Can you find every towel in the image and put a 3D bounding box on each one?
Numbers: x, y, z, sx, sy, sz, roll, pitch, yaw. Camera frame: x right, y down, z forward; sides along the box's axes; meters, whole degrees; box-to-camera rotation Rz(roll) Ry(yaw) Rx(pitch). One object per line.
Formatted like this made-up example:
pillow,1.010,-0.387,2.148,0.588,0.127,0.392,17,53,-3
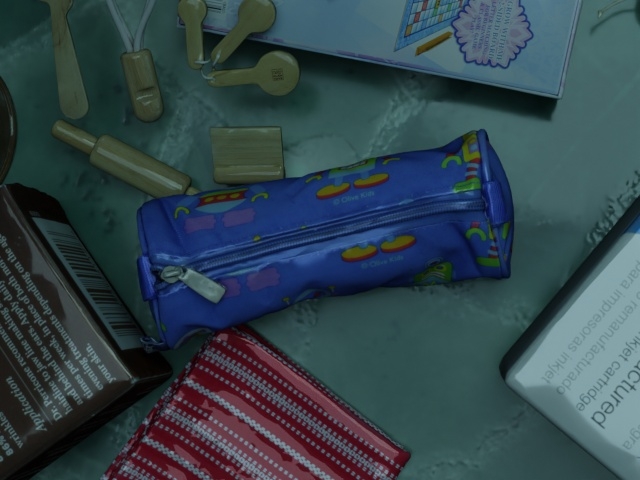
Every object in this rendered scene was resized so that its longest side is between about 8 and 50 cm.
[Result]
towel,-0.084,0.226,0.987,0.199,0.031,0.275,37,91,7

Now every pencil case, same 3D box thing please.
pencil case,0.000,0.000,0.937,0.306,0.133,0.119,-12,94,5

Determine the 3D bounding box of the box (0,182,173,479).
box,-0.330,0.144,0.970,0.381,0.143,0.191,-35,84,2

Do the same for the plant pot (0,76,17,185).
plant pot,-0.356,-0.098,0.972,0.167,0.165,0.167,0,87,8

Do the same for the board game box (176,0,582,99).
board game box,0.066,-0.296,0.938,0.318,0.066,0.319,13,106,8

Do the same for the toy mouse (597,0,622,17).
toy mouse,0.271,-0.228,0.968,0.161,0.031,0.143,41,92,8

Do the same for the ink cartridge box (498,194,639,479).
ink cartridge box,0.371,0.115,0.867,0.395,0.166,0.285,39,94,7

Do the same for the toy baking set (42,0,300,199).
toy baking set,-0.132,-0.133,0.977,0.256,0.030,0.197,24,110,-1
